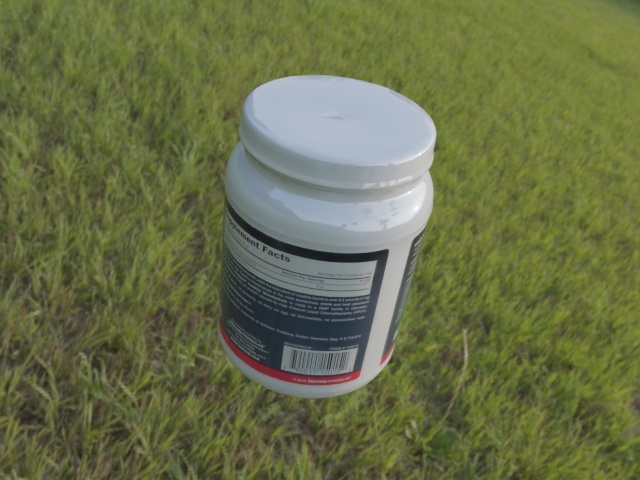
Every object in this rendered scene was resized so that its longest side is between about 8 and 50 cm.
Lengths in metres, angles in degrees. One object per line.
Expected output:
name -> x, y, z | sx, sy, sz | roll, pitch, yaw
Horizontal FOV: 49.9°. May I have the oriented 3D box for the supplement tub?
supplement tub -> 0.000, 0.000, 0.666 | 0.191, 0.272, 0.191 | 6, 36, -4
